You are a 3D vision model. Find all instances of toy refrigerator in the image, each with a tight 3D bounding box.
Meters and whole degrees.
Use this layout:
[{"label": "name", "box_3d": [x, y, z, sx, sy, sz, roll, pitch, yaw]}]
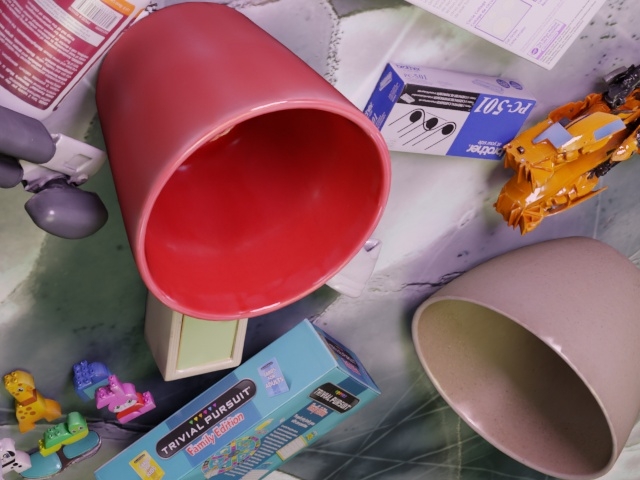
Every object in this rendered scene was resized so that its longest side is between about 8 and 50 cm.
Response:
[{"label": "toy refrigerator", "box_3d": [-0.139, 0.040, 1.554, 0.102, 0.094, 0.269, -10, 134, -24]}]

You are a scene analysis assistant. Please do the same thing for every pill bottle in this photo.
[{"label": "pill bottle", "box_3d": [-0.269, -0.187, 1.221, 0.221, 0.121, 0.121, -46, 138, 12]}]

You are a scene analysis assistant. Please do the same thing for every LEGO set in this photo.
[{"label": "LEGO set", "box_3d": [-0.330, 0.198, 1.601, 0.227, 0.087, 0.093, -27, 137, 3]}]

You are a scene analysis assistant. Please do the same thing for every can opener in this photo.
[{"label": "can opener", "box_3d": [-0.265, -0.062, 1.181, 0.076, 0.095, 0.283, -36, 166, 10]}]

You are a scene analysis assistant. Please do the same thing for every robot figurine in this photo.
[{"label": "robot figurine", "box_3d": [0.362, -0.125, 1.695, 0.291, 0.085, 0.211, -27, 152, -14]}]

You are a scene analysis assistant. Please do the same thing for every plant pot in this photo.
[{"label": "plant pot", "box_3d": [-0.100, -0.097, 1.328, 0.275, 0.243, 0.275, -18, 138, -17]}]

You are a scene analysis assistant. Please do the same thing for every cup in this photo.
[{"label": "cup", "box_3d": [0.328, 0.131, 1.811, 0.237, 0.331, 0.331, -43, 145, -26]}]

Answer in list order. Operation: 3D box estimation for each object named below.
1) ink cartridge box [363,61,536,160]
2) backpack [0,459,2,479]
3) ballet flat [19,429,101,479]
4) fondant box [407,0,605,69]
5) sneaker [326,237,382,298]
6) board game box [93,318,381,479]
[{"label": "ink cartridge box", "box_3d": [0.153, -0.153, 1.586, 0.207, 0.046, 0.097, 3, 130, -35]}, {"label": "backpack", "box_3d": [-0.471, 0.230, 1.404, 0.213, 0.263, 0.276, 7, 130, -44]}, {"label": "ballet flat", "box_3d": [-0.337, 0.283, 1.714, 0.114, 0.041, 0.041, -24, 139, -8]}, {"label": "fondant box", "box_3d": [0.195, -0.342, 1.389, 0.330, 0.096, 0.238, 16, 120, -42]}, {"label": "sneaker", "box_3d": [0.000, 0.000, 1.631, 0.212, 0.080, 0.094, 23, 104, -52]}, {"label": "board game box", "box_3d": [-0.101, 0.252, 1.744, 0.336, 0.079, 0.254, -36, 159, 3]}]
